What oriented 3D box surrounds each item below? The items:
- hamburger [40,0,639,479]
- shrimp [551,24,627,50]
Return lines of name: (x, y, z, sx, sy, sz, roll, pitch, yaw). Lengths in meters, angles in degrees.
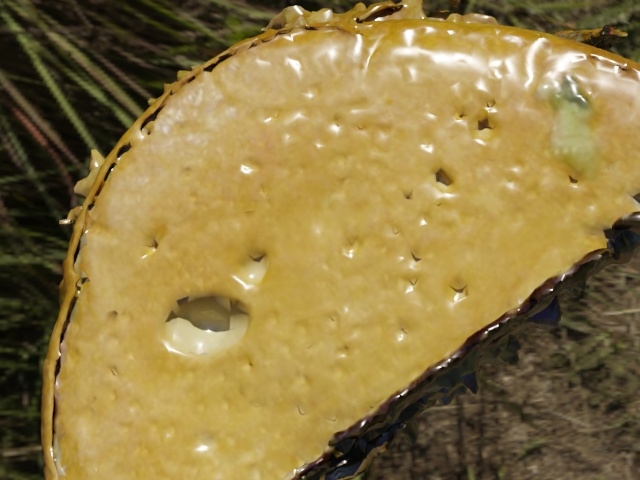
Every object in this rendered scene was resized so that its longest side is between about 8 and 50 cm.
hamburger: (0.000, 0.000, 0.847, 0.445, 0.268, 0.287, -36, 78, 2)
shrimp: (0.213, -0.153, 1.162, 0.127, 0.025, 0.091, -15, 40, 56)
